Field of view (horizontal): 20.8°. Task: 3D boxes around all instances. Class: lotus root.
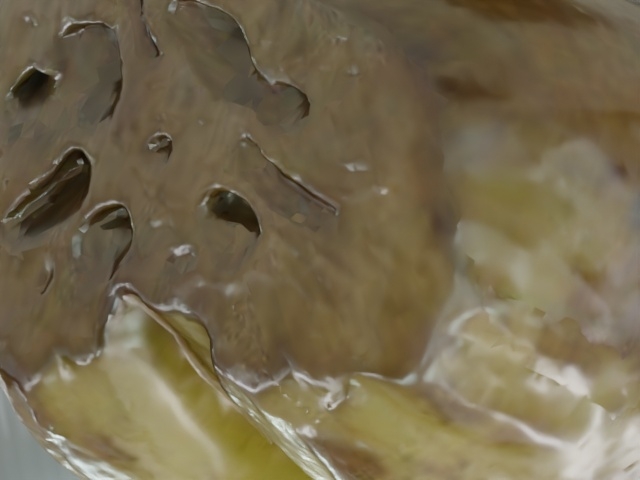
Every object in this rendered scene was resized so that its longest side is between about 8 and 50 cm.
[{"bbox_3d":[0.000,0.000,0.613,0.316,0.316,0.250,-1,166,37],"label":"lotus root"}]
